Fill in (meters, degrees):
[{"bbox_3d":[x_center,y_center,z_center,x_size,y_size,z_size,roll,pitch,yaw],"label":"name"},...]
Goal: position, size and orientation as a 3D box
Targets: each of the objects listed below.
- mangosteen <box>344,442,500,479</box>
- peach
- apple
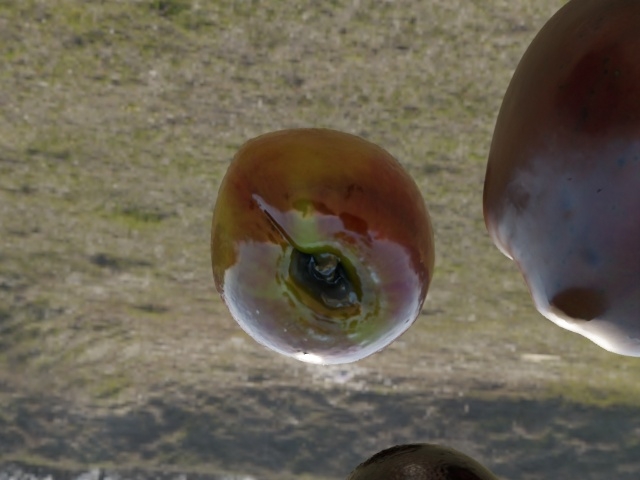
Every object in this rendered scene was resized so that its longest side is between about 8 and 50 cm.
[{"bbox_3d":[0.051,0.192,0.578,0.153,0.152,0.152,3,170,1],"label":"mangosteen"},{"bbox_3d":[0.000,0.000,1.068,0.238,0.281,0.281,-37,160,9],"label":"peach"},{"bbox_3d":[0.210,-0.050,0.609,0.234,0.234,0.234,3,170,1],"label":"apple"}]
